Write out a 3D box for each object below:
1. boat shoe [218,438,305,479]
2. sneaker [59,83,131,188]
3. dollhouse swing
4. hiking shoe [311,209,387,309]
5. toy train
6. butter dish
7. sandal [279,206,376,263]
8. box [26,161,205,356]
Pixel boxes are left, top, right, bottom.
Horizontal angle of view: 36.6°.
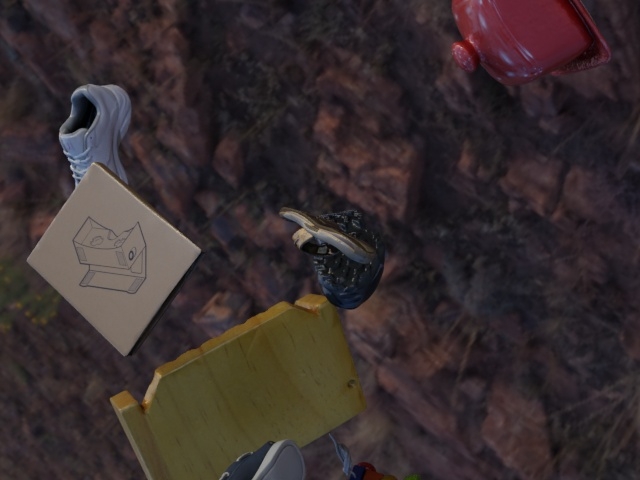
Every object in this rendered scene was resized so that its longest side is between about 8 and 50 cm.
[{"bbox_3d":[-0.102,0.316,1.130,0.079,0.254,0.095,-19,106,28],"label":"boat shoe"},{"bbox_3d":[-0.354,-0.127,1.463,0.090,0.115,0.232,-1,88,25],"label":"sneaker"},{"bbox_3d":[-0.160,0.219,1.554,0.305,0.346,0.315,38,150,55],"label":"dollhouse swing"},{"bbox_3d":[0.052,0.050,1.472,0.113,0.304,0.132,-12,108,4],"label":"hiking shoe"},{"bbox_3d":[0.116,0.438,1.728,0.143,0.105,0.248,-8,119,22],"label":"toy train"},{"bbox_3d":[0.182,-0.210,0.957,0.160,0.118,0.160,55,174,-8],"label":"butter dish"},{"bbox_3d":[0.000,0.000,1.175,0.072,0.049,0.180,18,-172,-37],"label":"sandal"},{"bbox_3d":[-0.260,0.020,1.218,0.201,0.164,0.021,39,-172,22],"label":"box"}]
